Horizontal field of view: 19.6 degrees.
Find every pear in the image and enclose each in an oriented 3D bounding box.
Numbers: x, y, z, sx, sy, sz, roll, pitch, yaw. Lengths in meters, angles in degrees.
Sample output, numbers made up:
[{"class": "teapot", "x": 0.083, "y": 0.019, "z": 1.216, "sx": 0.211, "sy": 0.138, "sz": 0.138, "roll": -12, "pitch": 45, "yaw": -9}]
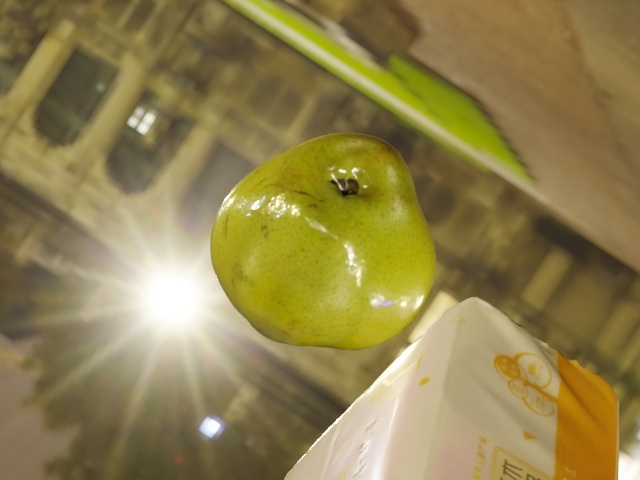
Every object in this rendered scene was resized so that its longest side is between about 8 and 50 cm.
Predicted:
[{"class": "pear", "x": 0.000, "y": 0.000, "z": 0.750, "sx": 0.092, "sy": 0.097, "sz": 0.092, "roll": 10, "pitch": -150, "yaw": -6}]

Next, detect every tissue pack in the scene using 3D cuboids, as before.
[{"class": "tissue pack", "x": 0.050, "y": 0.170, "z": 0.910, "sx": 0.124, "sy": 0.185, "sz": 0.225, "roll": 31, "pitch": -145, "yaw": -10}]
